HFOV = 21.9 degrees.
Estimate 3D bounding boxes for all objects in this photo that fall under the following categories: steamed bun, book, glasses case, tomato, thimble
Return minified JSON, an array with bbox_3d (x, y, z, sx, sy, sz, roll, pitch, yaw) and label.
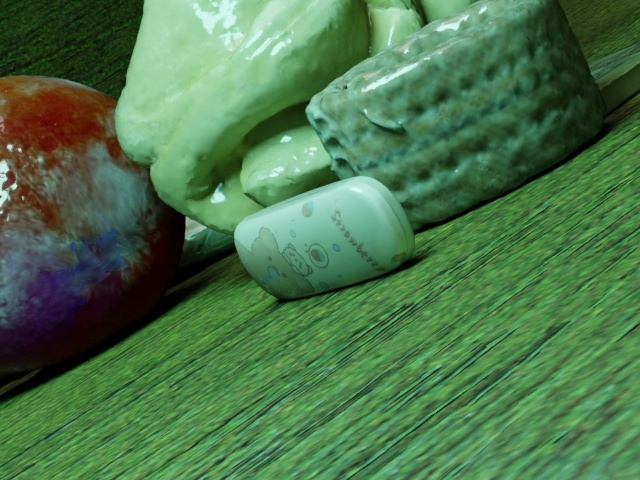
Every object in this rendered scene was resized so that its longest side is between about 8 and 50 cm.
[{"bbox_3d":[-0.002,-0.168,1.590,0.372,0.325,0.230,-14,6,-32],"label":"steamed bun"},{"bbox_3d":[0.268,-0.150,1.596,0.161,0.026,0.231,-19,11,48],"label":"book"},{"bbox_3d":[0.000,0.000,1.316,0.051,0.081,0.204,-35,9,-34],"label":"glasses case"},{"bbox_3d":[-0.270,-0.017,1.647,0.335,0.290,0.176,-35,19,-35],"label":"tomato"},{"bbox_3d":[0.122,-0.112,1.411,0.229,0.148,0.196,-34,11,-26],"label":"thimble"}]

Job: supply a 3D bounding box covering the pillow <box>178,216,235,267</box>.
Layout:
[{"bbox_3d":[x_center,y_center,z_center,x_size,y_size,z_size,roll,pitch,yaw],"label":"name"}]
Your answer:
[{"bbox_3d":[-0.186,-0.051,1.955,0.274,0.076,0.281,-25,40,-9],"label":"pillow"}]
